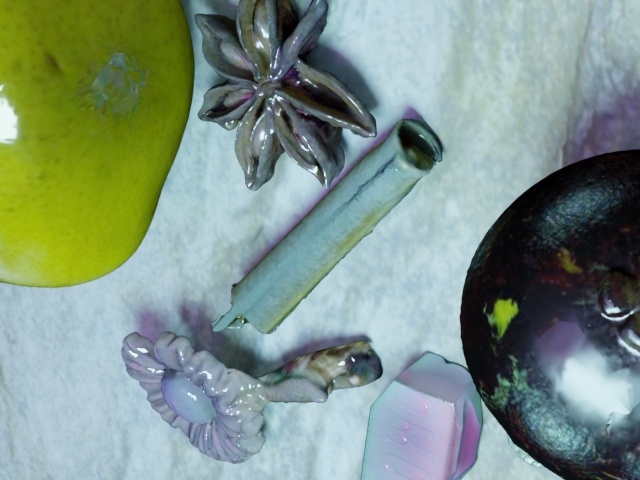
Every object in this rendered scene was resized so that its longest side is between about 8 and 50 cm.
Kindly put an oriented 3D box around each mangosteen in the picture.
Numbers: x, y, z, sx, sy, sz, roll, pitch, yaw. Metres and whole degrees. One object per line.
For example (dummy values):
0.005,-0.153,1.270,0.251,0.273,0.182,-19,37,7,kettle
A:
0.246,0.064,1.495,0.288,0.288,0.288,16,117,35,mangosteen

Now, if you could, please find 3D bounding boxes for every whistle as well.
-0.001,-0.001,1.796,0.326,0.068,0.057,-44,65,41,whistle

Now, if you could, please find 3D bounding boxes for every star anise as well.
-0.044,-0.141,1.772,0.197,0.073,0.212,-23,90,40,star anise

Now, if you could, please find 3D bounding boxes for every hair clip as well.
-0.076,0.148,1.903,0.300,0.069,0.173,-12,119,40,hair clip

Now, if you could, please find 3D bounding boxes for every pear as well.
-0.247,-0.136,1.749,0.191,0.340,0.386,12,127,50,pear

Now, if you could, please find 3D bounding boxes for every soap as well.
0.096,0.181,1.796,0.100,0.056,0.149,24,122,28,soap

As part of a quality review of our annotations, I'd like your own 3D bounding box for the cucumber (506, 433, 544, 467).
0.202,0.147,1.658,0.064,0.112,0.064,15,120,28,cucumber
